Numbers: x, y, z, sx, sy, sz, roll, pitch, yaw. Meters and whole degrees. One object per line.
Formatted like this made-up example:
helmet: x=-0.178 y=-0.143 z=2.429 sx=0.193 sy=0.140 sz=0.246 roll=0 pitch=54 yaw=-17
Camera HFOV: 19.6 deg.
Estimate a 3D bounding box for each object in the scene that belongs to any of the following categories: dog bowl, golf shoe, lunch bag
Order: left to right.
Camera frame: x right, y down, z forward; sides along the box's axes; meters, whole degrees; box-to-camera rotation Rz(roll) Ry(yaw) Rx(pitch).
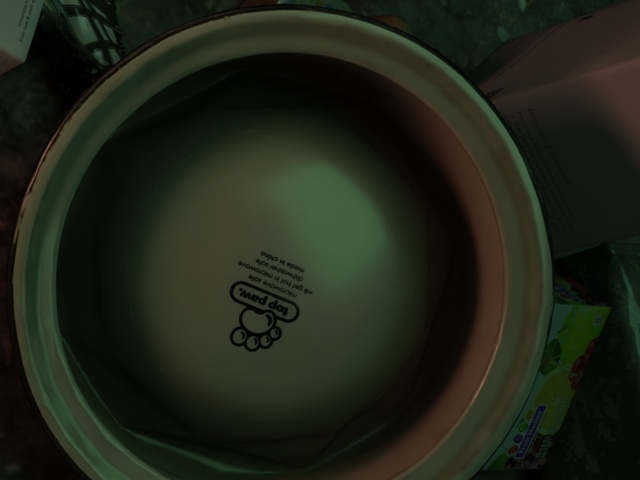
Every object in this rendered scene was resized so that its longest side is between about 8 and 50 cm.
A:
golf shoe: x=-0.183 y=-0.161 z=1.495 sx=0.198 sy=0.077 sz=0.094 roll=51 pitch=51 yaw=-19
dog bowl: x=-0.037 y=0.028 z=1.416 sx=0.408 sy=0.150 sz=0.407 roll=-1 pitch=93 yaw=-12
lunch bag: x=0.334 y=0.131 z=1.791 sx=0.287 sy=0.169 sz=0.235 roll=3 pitch=72 yaw=-47

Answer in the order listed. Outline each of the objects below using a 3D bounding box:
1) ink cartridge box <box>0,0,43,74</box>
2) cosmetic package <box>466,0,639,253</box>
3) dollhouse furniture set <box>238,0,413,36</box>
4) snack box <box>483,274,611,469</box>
ink cartridge box: x=-0.317 y=-0.185 z=1.346 sx=0.191 sy=0.140 sz=0.082 roll=25 pitch=65 yaw=-32
cosmetic package: x=0.266 y=-0.109 z=1.570 sx=0.217 sy=0.385 sz=0.156 roll=-40 pitch=104 yaw=-39
dollhouse furniture set: x=0.048 y=-0.391 z=1.550 sx=0.394 sy=0.256 sz=0.362 roll=-54 pitch=124 yaw=-25
snack box: x=0.137 y=0.115 z=1.632 sx=0.207 sy=0.070 sz=0.174 roll=4 pitch=114 yaw=-38
